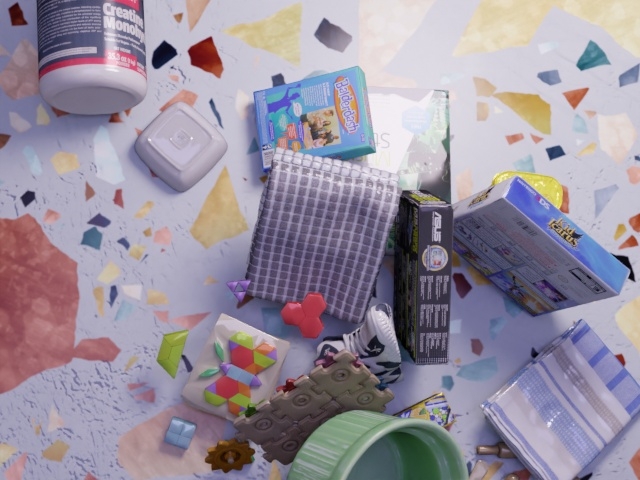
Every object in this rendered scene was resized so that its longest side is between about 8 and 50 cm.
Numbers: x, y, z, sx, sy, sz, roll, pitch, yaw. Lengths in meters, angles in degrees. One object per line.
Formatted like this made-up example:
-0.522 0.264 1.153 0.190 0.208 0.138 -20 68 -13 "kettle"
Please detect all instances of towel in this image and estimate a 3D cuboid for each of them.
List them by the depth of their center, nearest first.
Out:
0.000 0.000 1.799 0.235 0.121 0.283 10 118 -5 "towel"
0.448 0.299 1.885 0.285 0.034 0.209 -37 85 -22 "towel"

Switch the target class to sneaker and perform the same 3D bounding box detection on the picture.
0.059 0.190 1.790 0.153 0.235 0.094 -11 66 3 "sneaker"

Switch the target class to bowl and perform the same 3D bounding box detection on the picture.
-0.258 -0.179 1.912 0.142 0.053 0.142 43 78 4 "bowl"

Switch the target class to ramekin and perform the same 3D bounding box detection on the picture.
0.085 0.422 1.689 0.303 0.148 0.303 -6 100 -37 "ramekin"

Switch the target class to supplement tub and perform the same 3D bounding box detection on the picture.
-0.411 -0.379 1.864 0.191 0.191 0.272 -3 79 -8 "supplement tub"

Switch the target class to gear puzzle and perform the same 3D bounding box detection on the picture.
-0.049 0.302 1.762 0.339 0.175 0.044 -34 39 13 "gear puzzle"

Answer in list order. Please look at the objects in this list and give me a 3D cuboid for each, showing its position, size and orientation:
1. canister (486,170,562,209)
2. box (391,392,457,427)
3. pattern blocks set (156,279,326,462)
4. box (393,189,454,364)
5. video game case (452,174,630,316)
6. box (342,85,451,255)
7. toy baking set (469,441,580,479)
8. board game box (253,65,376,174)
0.356 -0.067 1.902 0.126 0.170 0.073 7 77 -5 "canister"
0.152 0.333 1.849 0.169 0.054 0.059 -24 82 -12 "box"
-0.141 0.227 1.791 0.285 0.026 0.324 11 99 -2 "pattern blocks set"
0.174 0.057 1.789 0.060 0.216 0.270 -1 99 -7 "box"
0.361 0.016 1.818 0.269 0.244 0.061 39 65 -12 "video game case"
0.127 -0.130 1.946 0.232 0.058 0.322 1 79 -7 "box"
0.343 0.456 1.858 0.256 0.030 0.196 6 77 -6 "toy baking set"
-0.012 -0.218 1.908 0.210 0.047 0.160 -11 76 17 "board game box"
